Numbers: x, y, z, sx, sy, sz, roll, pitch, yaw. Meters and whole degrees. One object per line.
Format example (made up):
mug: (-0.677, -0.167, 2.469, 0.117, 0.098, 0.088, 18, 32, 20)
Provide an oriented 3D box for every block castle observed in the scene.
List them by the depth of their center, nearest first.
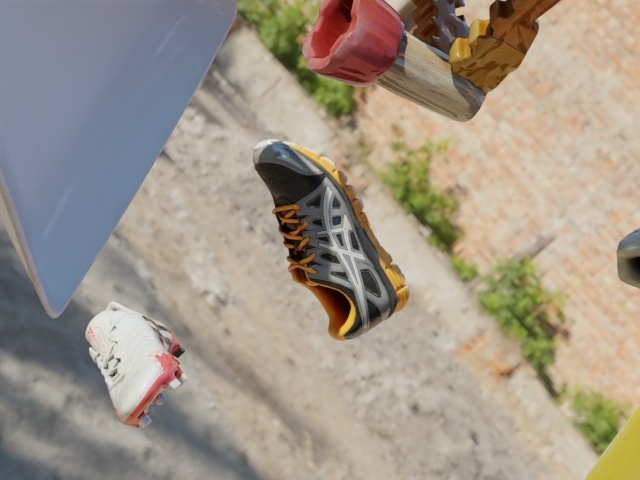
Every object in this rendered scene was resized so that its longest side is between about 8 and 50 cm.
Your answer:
block castle: (0.113, -0.361, 1.145, 0.213, 0.303, 0.453, 25, 45, -25)

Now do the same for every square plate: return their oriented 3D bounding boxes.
square plate: (-0.161, -0.184, 0.856, 0.049, 0.347, 0.344, 10, -40, 17)

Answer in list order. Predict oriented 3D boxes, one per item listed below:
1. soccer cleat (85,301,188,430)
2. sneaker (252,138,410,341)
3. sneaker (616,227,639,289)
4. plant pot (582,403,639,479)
soccer cleat: (-0.066, 0.041, 0.442, 0.035, 0.029, 0.083, 39, 5, -9)
sneaker: (0.000, 0.000, 1.197, 0.215, 0.083, 0.084, 54, -26, -14)
sneaker: (0.356, 0.067, 1.163, 0.252, 0.111, 0.103, -125, -161, -48)
plant pot: (0.424, 0.229, 1.324, 0.187, 0.212, 0.212, 42, 27, 23)
